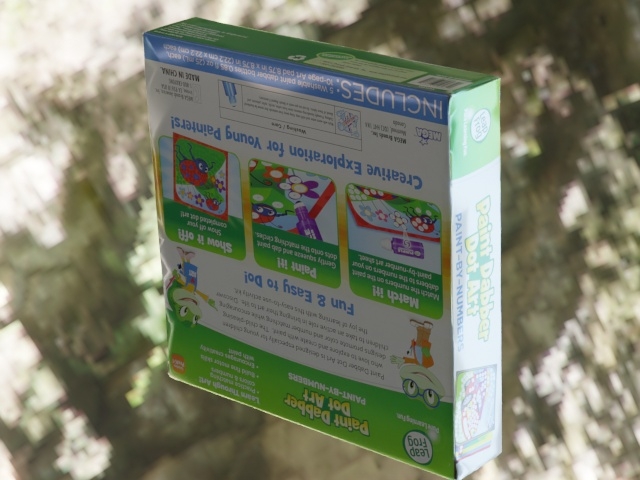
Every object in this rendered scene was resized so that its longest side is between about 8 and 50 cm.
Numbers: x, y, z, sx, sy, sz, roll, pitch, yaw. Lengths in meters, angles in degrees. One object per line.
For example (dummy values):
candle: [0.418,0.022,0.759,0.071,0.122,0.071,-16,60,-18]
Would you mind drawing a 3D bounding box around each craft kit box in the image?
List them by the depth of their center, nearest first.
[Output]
craft kit box: [0.000,0.000,1.211,0.250,0.247,0.061,17,-154,38]
